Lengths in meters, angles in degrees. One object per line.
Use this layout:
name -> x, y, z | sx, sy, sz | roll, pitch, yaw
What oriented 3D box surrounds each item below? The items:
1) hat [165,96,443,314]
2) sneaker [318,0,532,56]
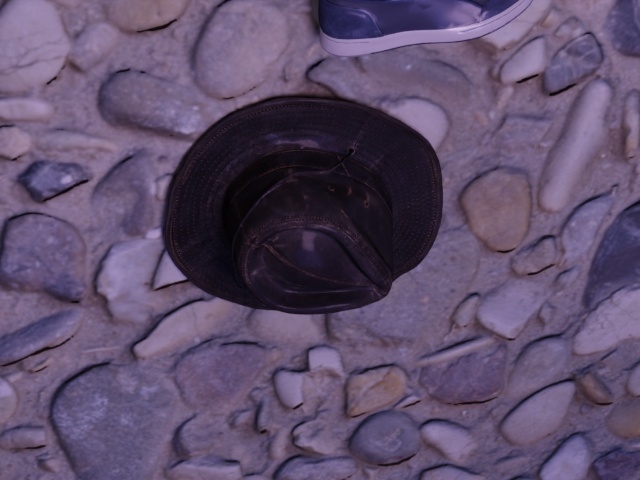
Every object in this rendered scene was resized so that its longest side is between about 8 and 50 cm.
hat -> 0.000, 0.000, 1.565 | 0.331, 0.134, 0.331 | -10, 131, -11
sneaker -> 0.103, -0.274, 1.393 | 0.226, 0.086, 0.163 | -14, 135, -5
